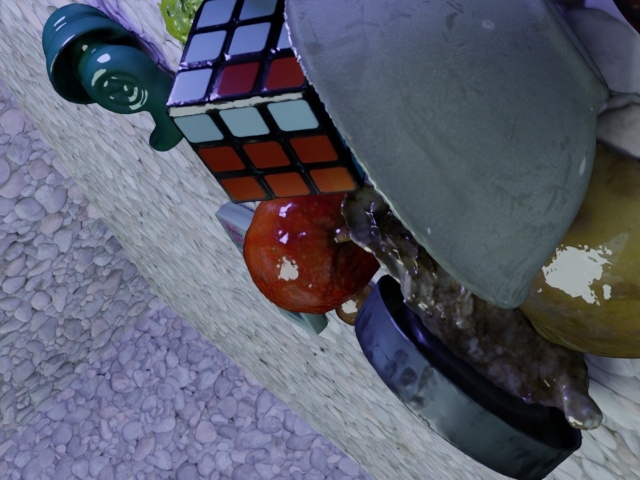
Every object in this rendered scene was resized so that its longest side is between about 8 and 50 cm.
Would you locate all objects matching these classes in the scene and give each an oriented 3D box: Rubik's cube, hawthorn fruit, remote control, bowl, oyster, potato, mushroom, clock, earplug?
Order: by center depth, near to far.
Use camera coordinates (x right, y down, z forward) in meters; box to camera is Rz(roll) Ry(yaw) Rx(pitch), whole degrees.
[{"bbox_3d":[0.127,-0.117,0.620,0.313,0.146,0.313,40,-152,-27],"label":"bowl"},{"bbox_3d":[0.262,0.044,0.795,0.239,0.116,0.299,32,159,25],"label":"potato"},{"bbox_3d":[-0.043,-0.151,0.844,0.163,0.162,0.160,-3,147,23],"label":"Rubik's cube"},{"bbox_3d":[0.193,0.066,1.004,0.396,0.111,0.204,46,-164,14],"label":"oyster"},{"bbox_3d":[0.184,0.167,1.024,0.319,0.066,0.319,33,-165,-10],"label":"clock"},{"bbox_3d":[0.000,0.000,1.133,0.205,0.205,0.253,48,157,-6],"label":"hawthorn fruit"},{"bbox_3d":[-0.358,-0.296,1.417,0.280,0.164,0.257,52,-159,18],"label":"earplug"},{"bbox_3d":[0.061,0.116,1.443,0.088,0.073,0.129,18,169,-14],"label":"mushroom"},{"bbox_3d":[-0.101,0.062,1.716,0.145,0.050,0.344,25,153,47],"label":"remote control"}]

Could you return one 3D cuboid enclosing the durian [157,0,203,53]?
[{"bbox_3d":[-0.129,-0.275,0.972,0.375,0.106,0.132,13,138,52],"label":"durian"}]

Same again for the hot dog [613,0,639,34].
[{"bbox_3d":[0.200,-0.183,0.448,0.227,0.099,0.160,48,162,-3],"label":"hot dog"}]
